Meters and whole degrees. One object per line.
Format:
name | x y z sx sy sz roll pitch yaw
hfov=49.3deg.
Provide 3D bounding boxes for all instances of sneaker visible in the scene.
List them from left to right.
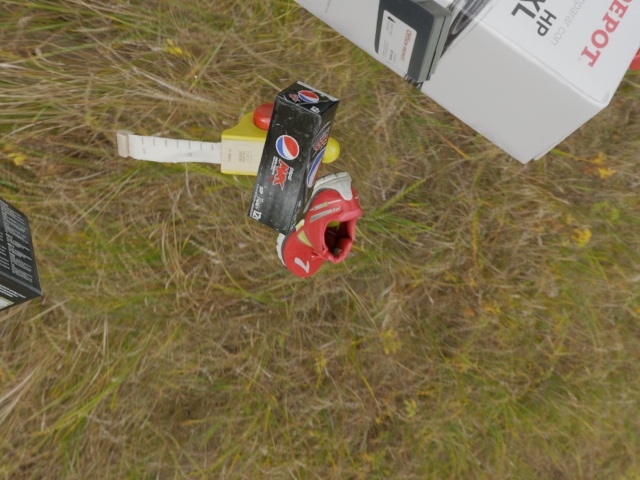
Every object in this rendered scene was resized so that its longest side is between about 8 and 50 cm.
sneaker | 0.000 0.000 1.248 0.107 0.279 0.118 -14 61 -25

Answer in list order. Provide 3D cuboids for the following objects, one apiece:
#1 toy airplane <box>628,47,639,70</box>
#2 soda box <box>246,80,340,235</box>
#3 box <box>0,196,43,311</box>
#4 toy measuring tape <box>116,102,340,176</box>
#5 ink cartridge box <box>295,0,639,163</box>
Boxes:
toy airplane | 0.359 -0.449 1.131 0.272 0.384 0.386 -41 118 19
soda box | -0.033 -0.091 0.798 0.060 0.053 0.169 28 129 12
box | -0.313 0.007 0.489 0.147 0.180 0.078 -21 68 2
toy measuring tape | -0.134 -0.155 1.065 0.330 0.121 0.121 3 103 -7
ink cartridge box | 0.167 -0.321 0.755 0.395 0.166 0.285 35 73 -2
